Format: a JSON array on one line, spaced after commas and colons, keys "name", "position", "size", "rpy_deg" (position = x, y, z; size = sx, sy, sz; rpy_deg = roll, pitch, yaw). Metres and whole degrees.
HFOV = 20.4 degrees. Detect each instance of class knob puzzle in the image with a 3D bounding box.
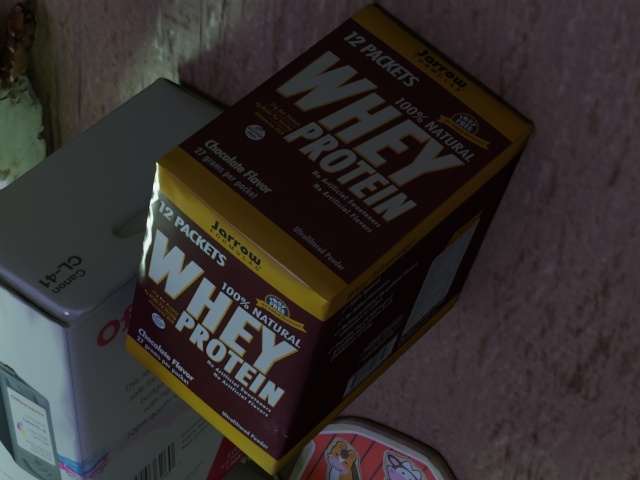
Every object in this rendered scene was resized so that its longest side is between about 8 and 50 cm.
[{"name": "knob puzzle", "position": [0.053, 0.213, 1.376], "size": [0.213, 0.030, 0.213], "rpy_deg": [31, 143, 27]}]

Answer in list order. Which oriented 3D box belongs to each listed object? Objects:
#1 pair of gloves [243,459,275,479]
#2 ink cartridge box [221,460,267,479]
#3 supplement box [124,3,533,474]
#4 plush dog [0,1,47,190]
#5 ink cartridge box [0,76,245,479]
[{"name": "pair of gloves", "position": [-0.055, 0.327, 1.518], "size": [0.204, 0.042, 0.240], "rpy_deg": [44, 113, 16]}, {"name": "ink cartridge box", "position": [-0.187, 0.239, 1.485], "size": [0.353, 0.119, 0.207], "rpy_deg": [33, 107, 23]}, {"name": "supplement box", "position": [0.000, 0.000, 1.073], "size": [0.129, 0.191, 0.194], "rpy_deg": [39, 145, 16]}, {"name": "plush dog", "position": [-0.336, -0.112, 1.377], "size": [0.225, 0.262, 0.210], "rpy_deg": [23, 106, 21]}, {"name": "ink cartridge box", "position": [-0.136, 0.071, 1.279], "size": [0.131, 0.226, 0.306], "rpy_deg": [30, 141, 26]}]
